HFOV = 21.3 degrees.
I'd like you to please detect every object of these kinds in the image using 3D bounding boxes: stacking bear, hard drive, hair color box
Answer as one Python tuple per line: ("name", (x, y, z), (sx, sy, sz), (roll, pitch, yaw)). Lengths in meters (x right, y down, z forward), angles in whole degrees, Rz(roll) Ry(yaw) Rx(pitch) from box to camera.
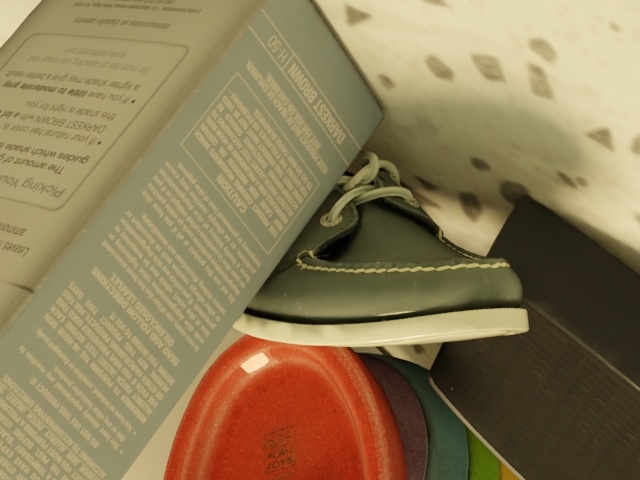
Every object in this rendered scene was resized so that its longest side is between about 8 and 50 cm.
("stacking bear", (0.059, 0.166, 1.073), (0.175, 0.164, 0.289), (-22, 148, 34))
("hard drive", (0.173, 0.107, 0.910), (0.255, 0.054, 0.172), (41, 148, 14))
("hair color box", (-0.152, 0.026, 0.867), (0.185, 0.374, 0.113), (11, 147, 46))

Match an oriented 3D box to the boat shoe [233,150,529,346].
("boat shoe", (0.000, 0.000, 0.923), (0.116, 0.099, 0.319), (0, -176, -28))

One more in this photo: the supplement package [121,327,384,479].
("supplement package", (-0.084, 0.120, 1.175), (0.262, 0.204, 0.145), (44, 157, -18))
